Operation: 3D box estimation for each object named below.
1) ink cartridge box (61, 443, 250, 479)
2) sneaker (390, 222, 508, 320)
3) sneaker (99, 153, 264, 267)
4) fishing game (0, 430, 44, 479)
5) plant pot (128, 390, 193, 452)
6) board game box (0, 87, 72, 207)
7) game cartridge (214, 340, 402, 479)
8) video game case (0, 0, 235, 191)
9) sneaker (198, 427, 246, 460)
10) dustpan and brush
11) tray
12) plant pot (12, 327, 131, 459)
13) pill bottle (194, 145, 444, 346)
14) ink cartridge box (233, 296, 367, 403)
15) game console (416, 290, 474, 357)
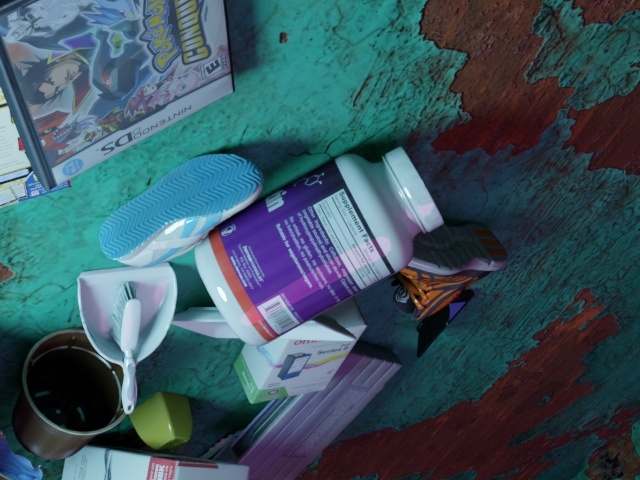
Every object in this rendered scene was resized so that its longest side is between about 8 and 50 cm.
[{"bbox_3d":[-0.292,0.429,1.875,0.273,0.114,0.197,-1,167,35],"label":"ink cartridge box"},{"bbox_3d":[0.163,0.058,1.764,0.321,0.124,0.180,9,135,-46],"label":"sneaker"},{"bbox_3d":[-0.172,-0.038,1.394,0.229,0.087,0.092,-26,159,13],"label":"sneaker"},{"bbox_3d":[-0.505,0.315,1.646,0.264,0.189,0.041,92,22,-59],"label":"fishing game"},{"bbox_3d":[-0.273,0.327,1.889,0.081,0.083,0.081,-37,150,18],"label":"plant pot"},{"bbox_3d":[-0.360,-0.107,1.160,0.147,0.045,0.193,-18,150,-14],"label":"board game box"},{"bbox_3d":[-0.020,0.332,2.081,0.355,0.068,0.230,-48,150,15],"label":"game cartridge"},{"bbox_3d":[-0.207,-0.194,1.101,0.248,0.035,0.275,-31,153,-18],"label":"video game case"},{"bbox_3d":[-0.187,0.462,2.167,0.235,0.095,0.090,-40,146,18],"label":"sneaker"},{"bbox_3d":[-0.274,0.144,1.525,0.147,0.060,0.211,-6,117,-32],"label":"dustpan and brush"},{"bbox_3d":[-0.092,0.126,1.647,0.270,0.030,0.145,-1,163,29],"label":"tray"},{"bbox_3d":[-0.383,0.241,1.604,0.167,0.167,0.165,-5,153,-33],"label":"plant pot"},{"bbox_3d":[0.000,0.000,1.482,0.323,0.181,0.181,-29,151,4],"label":"pill bottle"},{"bbox_3d":[-0.037,0.178,1.830,0.154,0.093,0.212,-6,143,-31],"label":"ink cartridge box"},{"bbox_3d":[0.238,0.160,2.041,0.107,0.071,0.122,-3,144,-35],"label":"game console"}]
